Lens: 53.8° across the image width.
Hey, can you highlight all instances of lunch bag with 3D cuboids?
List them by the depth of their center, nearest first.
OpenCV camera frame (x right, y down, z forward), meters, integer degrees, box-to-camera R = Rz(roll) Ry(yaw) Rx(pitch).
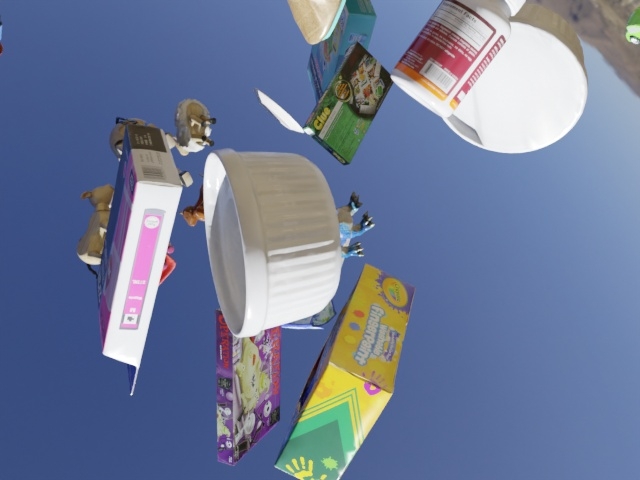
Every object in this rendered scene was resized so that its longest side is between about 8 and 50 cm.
[{"bbox_3d":[-0.041,0.238,2.018,0.151,0.129,0.096,-33,-67,-53],"label":"lunch bag"}]

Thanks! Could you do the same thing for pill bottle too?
[{"bbox_3d":[0.155,-0.222,0.705,0.086,0.152,0.086,35,-169,-8],"label":"pill bottle"}]

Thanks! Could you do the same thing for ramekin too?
[{"bbox_3d":[-0.056,-0.002,0.703,0.109,0.207,0.207,-8,-124,-19],"label":"ramekin"},{"bbox_3d":[0.350,-0.304,1.156,0.273,0.273,0.127,41,-130,-12],"label":"ramekin"}]

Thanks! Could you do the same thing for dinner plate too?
[{"bbox_3d":[-0.093,-0.273,1.347,0.141,0.017,0.141,40,-178,-1],"label":"dinner plate"}]

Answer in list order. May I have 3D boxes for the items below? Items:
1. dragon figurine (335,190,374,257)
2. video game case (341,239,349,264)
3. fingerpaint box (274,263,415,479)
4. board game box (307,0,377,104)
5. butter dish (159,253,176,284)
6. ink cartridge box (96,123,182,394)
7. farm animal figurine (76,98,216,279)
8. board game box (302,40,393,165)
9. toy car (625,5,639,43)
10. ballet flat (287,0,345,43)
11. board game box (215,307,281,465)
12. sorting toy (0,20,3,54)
[{"bbox_3d":[0.000,0.000,1.079,0.144,0.289,0.085,-17,-115,-23],"label":"dragon figurine"},{"bbox_3d":[0.041,0.071,1.892,0.026,0.206,0.227,19,-162,9],"label":"video game case"},{"bbox_3d":[0.069,0.330,1.598,0.163,0.371,0.444,26,-149,2],"label":"fingerpaint box"},{"bbox_3d":[0.047,-0.525,1.702,0.079,0.336,0.253,0,-130,-15],"label":"board game box"},{"bbox_3d":[-0.494,0.078,1.661,0.160,0.160,0.118,42,-163,-11],"label":"butter dish"},{"bbox_3d":[-0.280,0.034,0.928,0.069,0.370,0.175,4,-148,-25],"label":"ink cartridge box"},{"bbox_3d":[-0.368,-0.110,1.313,0.330,0.326,0.172,-27,-142,-38],"label":"farm animal figurine"},{"bbox_3d":[0.069,-0.314,1.441,0.136,0.030,0.259,40,-113,-28],"label":"board game box"},{"bbox_3d":[0.617,-0.402,1.135,0.053,0.239,0.225,31,-176,-12],"label":"toy car"},{"bbox_3d":[-0.001,-0.437,0.841,0.124,0.342,0.116,-3,-139,-36],"label":"ballet flat"},{"bbox_3d":[-0.152,0.283,1.375,0.208,0.056,0.346,-34,-52,-64],"label":"board game box"},{"bbox_3d":[-0.438,-0.274,0.805,0.061,0.042,0.102,-25,-111,-42],"label":"sorting toy"}]
